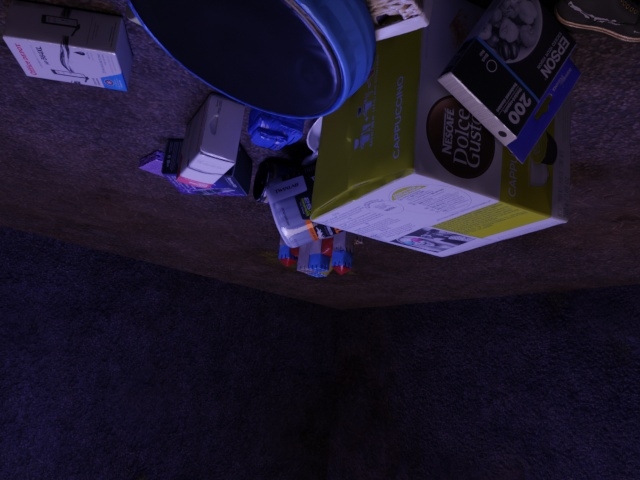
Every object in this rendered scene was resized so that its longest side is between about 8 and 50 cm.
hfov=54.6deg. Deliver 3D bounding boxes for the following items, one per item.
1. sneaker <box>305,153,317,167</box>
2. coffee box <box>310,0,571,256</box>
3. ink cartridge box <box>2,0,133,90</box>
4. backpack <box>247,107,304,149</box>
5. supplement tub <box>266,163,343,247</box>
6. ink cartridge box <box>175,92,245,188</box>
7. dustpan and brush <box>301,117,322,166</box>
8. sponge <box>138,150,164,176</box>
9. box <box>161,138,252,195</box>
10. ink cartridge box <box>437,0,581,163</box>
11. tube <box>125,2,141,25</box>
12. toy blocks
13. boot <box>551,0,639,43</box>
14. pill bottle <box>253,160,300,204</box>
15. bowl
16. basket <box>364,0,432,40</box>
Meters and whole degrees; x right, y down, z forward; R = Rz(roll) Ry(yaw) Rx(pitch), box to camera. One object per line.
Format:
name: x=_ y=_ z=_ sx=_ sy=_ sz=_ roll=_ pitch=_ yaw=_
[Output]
sneaker: x=0.021 y=-0.188 z=1.746 sx=0.051 sy=0.089 sz=0.170 roll=24 pitch=147 yaw=48
coffee box: x=0.215 y=-0.190 z=1.151 sx=0.335 sy=0.337 sz=0.338 roll=14 pitch=163 yaw=-26
ink cartridge box: x=-0.481 y=-0.373 z=1.202 sx=0.203 sy=0.085 sz=0.148 roll=6 pitch=164 yaw=-6
backpack: x=-0.101 y=-0.263 z=1.444 sx=0.120 sy=0.101 sz=0.098 roll=9 pitch=171 yaw=-25
supplement tub: x=0.033 y=-0.116 z=1.628 sx=0.316 sy=0.193 sz=0.193 roll=-20 pitch=161 yaw=4
ink cartridge box: x=-0.267 y=-0.233 z=1.491 sx=0.092 sy=0.158 sz=0.218 roll=14 pitch=163 yaw=-22
dustpan and brush: x=0.010 y=-0.240 z=1.555 sx=0.147 sy=0.060 sz=0.211 roll=14 pitch=162 yaw=-29
sponge: x=-0.425 y=-0.210 z=1.866 sx=0.210 sy=0.031 sz=0.117 roll=17 pitch=161 yaw=-37
box: x=-0.309 y=-0.201 z=1.717 sx=0.207 sy=0.108 sz=0.153 roll=3 pitch=164 yaw=11
ink cartridge box: x=0.315 y=-0.264 z=0.977 sx=0.208 sy=0.206 sz=0.045 roll=39 pitch=167 yaw=-19
tube: x=-0.241 y=-0.385 z=1.147 sx=0.240 sy=0.062 sz=0.070 roll=16 pitch=-154 yaw=-48
toy blocks: x=0.000 y=0.000 z=2.042 sx=0.382 sy=0.260 sz=0.191 roll=-8 pitch=159 yaw=41
boot: x=0.462 y=-0.361 z=0.924 sx=0.198 sy=0.076 sz=0.137 roll=2 pitch=169 yaw=9
pill bottle: x=-0.075 y=-0.147 z=1.800 sx=0.219 sy=0.122 sz=0.123 roll=12 pitch=163 yaw=-24
bowl: x=-0.112 y=-0.315 z=0.898 sx=0.391 sy=0.077 sz=0.391 roll=25 pitch=164 yaw=8
basket: x=0.088 y=-0.378 z=0.853 sx=0.113 sy=0.167 sz=0.103 roll=-5 pitch=157 yaw=33
